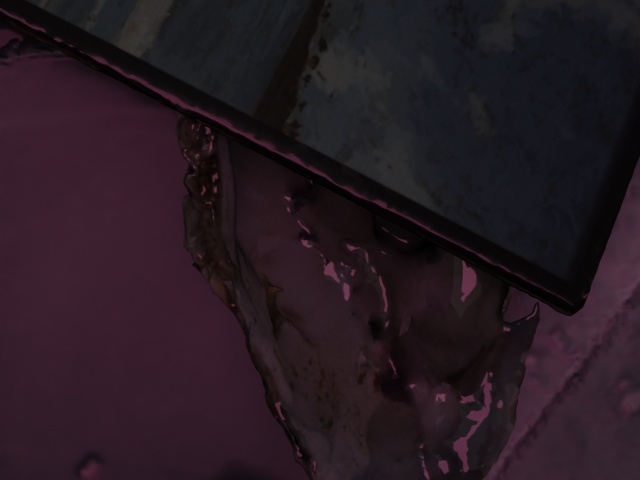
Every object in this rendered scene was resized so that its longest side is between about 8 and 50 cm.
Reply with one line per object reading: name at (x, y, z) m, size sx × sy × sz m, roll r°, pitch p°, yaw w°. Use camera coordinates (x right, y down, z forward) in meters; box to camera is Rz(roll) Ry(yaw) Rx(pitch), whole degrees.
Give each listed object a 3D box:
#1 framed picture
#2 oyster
framed picture at (0.007, -0.156, 0.501) m, size 0.347 × 0.016 × 0.265 m, roll 28°, pitch 70°, yaw -6°
oyster at (0.001, 0.000, 0.519) m, size 0.252 × 0.087 × 0.199 m, roll 31°, pitch 87°, yaw -9°
